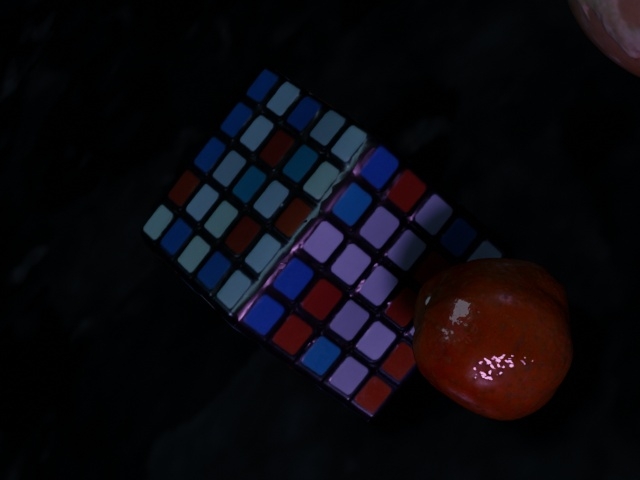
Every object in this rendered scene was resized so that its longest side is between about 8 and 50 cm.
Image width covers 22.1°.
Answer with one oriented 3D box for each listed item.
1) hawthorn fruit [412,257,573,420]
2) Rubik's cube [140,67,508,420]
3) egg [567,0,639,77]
[{"bbox_3d":[0.124,0.067,1.186,0.128,0.128,0.128,-27,45,30],"label":"hawthorn fruit"},{"bbox_3d":[0.000,0.000,1.306,0.184,0.187,0.182,-53,38,3],"label":"Rubik's cube"},{"bbox_3d":[0.275,-0.201,1.171,0.203,0.203,0.245,-60,28,-8],"label":"egg"}]
